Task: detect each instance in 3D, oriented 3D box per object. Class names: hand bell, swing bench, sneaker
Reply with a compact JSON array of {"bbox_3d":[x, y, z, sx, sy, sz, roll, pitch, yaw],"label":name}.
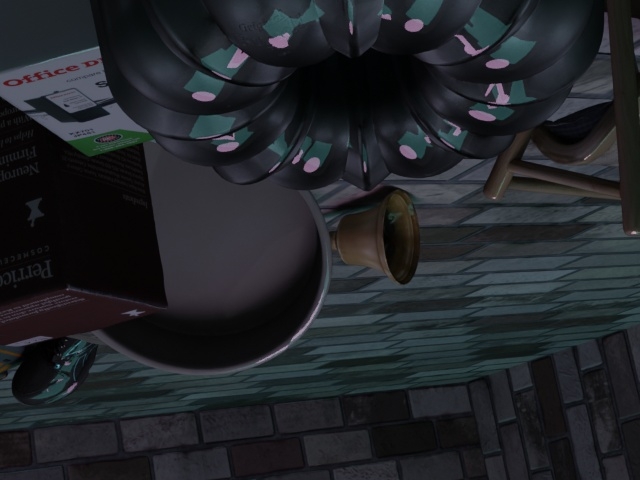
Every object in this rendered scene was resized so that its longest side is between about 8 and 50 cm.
[{"bbox_3d":[0.000,0.000,1.765,0.242,0.126,0.126,-2,171,27],"label":"hand bell"},{"bbox_3d":[0.300,-0.139,1.122,0.253,0.254,0.165,3,-169,-42],"label":"swing bench"},{"bbox_3d":[-0.349,0.123,1.850,0.267,0.101,0.106,-45,148,3],"label":"sneaker"}]

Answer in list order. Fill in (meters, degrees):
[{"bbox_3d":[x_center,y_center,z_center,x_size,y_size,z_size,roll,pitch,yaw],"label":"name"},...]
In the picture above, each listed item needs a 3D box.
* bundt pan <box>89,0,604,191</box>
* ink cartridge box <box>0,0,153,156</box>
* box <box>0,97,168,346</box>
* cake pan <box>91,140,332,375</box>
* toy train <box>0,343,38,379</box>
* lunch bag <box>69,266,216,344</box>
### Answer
[{"bbox_3d":[0.019,-0.125,0.790,0.331,0.124,0.331,-5,160,-2],"label":"bundt pan"},{"bbox_3d":[-0.158,-0.146,1.005,0.153,0.086,0.208,-14,165,11],"label":"ink cartridge box"},{"bbox_3d":[-0.262,-0.023,1.188,0.169,0.203,0.167,-16,165,20],"label":"box"},{"bbox_3d":[-0.132,0.004,1.345,0.293,0.293,0.054,-13,-154,13],"label":"cake pan"},{"bbox_3d":[-0.511,0.139,1.837,0.190,0.142,0.334,-21,166,5],"label":"toy train"},{"bbox_3d":[-0.154,0.033,1.580,0.235,0.168,0.287,-18,160,25],"label":"lunch bag"}]
